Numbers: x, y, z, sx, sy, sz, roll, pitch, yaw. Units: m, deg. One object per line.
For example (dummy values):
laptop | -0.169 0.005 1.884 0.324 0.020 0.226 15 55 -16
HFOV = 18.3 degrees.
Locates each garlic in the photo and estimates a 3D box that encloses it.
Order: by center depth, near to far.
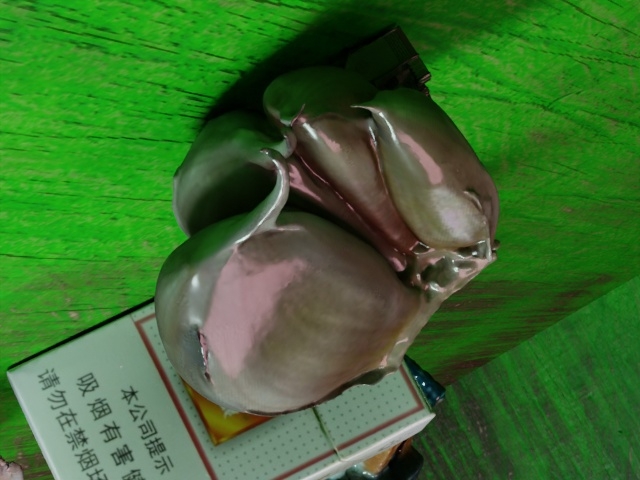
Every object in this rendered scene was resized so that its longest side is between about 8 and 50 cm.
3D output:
garlic | 0.000 0.000 1.360 0.237 0.210 0.292 -19 150 33

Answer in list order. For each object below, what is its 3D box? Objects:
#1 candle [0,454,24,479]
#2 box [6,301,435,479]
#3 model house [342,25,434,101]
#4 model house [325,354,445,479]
candle | -0.387 0.268 1.706 0.317 0.131 0.287 -55 166 -45
box | -0.091 0.146 1.805 0.330 0.210 0.095 -25 169 -12
model house | 0.045 -0.109 1.412 0.058 0.057 0.083 -32 170 -5
model house | 0.008 0.146 2.040 0.184 0.253 0.291 -34 160 -51
